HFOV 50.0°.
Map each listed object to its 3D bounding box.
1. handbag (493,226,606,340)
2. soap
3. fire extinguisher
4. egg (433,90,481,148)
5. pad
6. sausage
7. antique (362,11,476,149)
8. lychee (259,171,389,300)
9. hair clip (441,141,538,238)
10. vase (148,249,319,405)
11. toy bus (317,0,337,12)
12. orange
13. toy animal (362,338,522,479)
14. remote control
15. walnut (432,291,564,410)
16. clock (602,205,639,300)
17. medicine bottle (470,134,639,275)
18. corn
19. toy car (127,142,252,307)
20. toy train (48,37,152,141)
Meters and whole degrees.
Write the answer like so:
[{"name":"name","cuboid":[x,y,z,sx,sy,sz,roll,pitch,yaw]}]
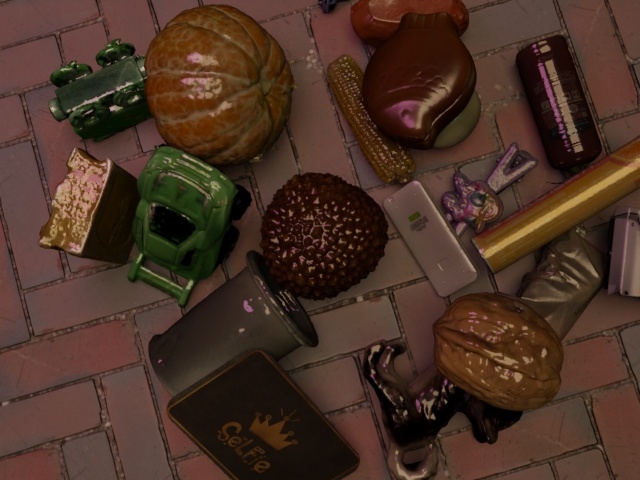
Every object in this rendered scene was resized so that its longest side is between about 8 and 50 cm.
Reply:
[{"name":"handbag","cuboid":[0.497,0.089,1.441,0.182,0.117,0.270,42,80,-1]},{"name":"soap","cuboid":[-0.437,-0.055,1.367,0.091,0.315,0.199,19,84,1]},{"name":"fire extinguisher","cuboid":[0.515,-0.259,1.480,0.136,0.114,0.337,-19,83,14]},{"name":"egg","cuboid":[0.282,-0.268,1.481,0.114,0.114,0.152,35,84,4]},{"name":"pad","cuboid":[-0.133,0.420,1.349,0.315,0.063,0.375,-34,112,12]},{"name":"sausage","cuboid":[0.195,-0.482,1.499,0.259,0.133,0.133,-1,84,3]},{"name":"antique","cuboid":[0.202,-0.319,1.392,0.224,0.129,0.278,3,77,25]},{"name":"lychee","cuboid":[0.000,0.000,1.377,0.268,0.267,0.267,0,84,1]},{"name":"hair clip","cuboid":[0.353,-0.112,1.477,0.278,0.090,0.137,-42,79,-4]},{"name":"vase","cuboid":[-0.184,0.193,1.397,0.291,0.245,0.245,-35,85,6]},{"name":"toy bus","cuboid":[0.039,-0.598,1.539,0.076,0.073,0.167,7,84,-1]},{"name":"orange","cuboid":[-0.197,-0.311,1.388,0.249,0.329,0.329,5,83,31]},{"name":"toy animal","cuboid":[0.271,0.331,1.386,0.345,0.194,0.302,-10,78,2]},{"name":"remote control","cuboid":[0.238,-0.005,1.476,0.103,0.034,0.250,-35,84,26]},{"name":"walnut","cuboid":[0.318,0.196,1.235,0.245,0.198,0.198,21,84,18]},{"name":"clock","cuboid":[0.699,0.041,1.415,0.253,0.083,0.186,11,84,-27]},{"name":"medicine bottle","cuboid":[0.513,-0.075,1.404,0.426,0.108,0.108,-33,85,8]},{"name":"corn","cuboid":[0.106,-0.260,1.495,0.097,0.097,0.319,-27,82,-2]},{"name":"toy car","cuboid":[-0.283,-0.027,1.386,0.213,0.358,0.176,29,58,0]},{"name":"toy train","cuboid":[-0.445,-0.312,1.456,0.243,0.188,0.132,-25,83,-4]}]
